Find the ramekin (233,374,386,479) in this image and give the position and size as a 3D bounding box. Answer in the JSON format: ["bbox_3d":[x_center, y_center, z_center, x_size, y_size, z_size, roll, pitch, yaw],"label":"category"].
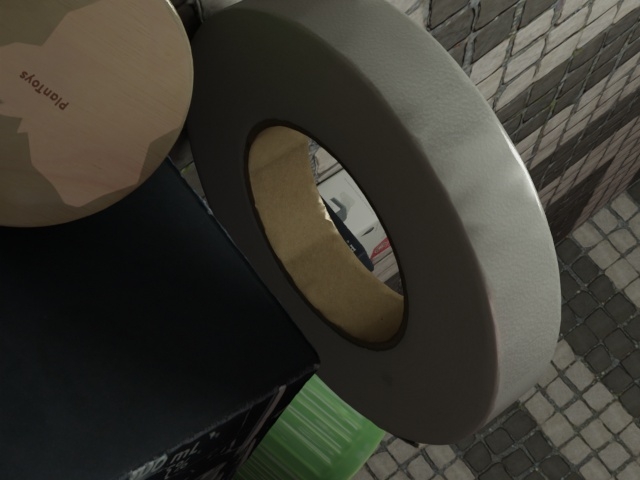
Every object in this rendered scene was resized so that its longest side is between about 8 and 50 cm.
[{"bbox_3d":[-0.037,0.222,1.344,0.303,0.148,0.303,-42,-162,17],"label":"ramekin"}]

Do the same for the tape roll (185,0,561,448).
[{"bbox_3d":[0.025,-0.014,0.770,0.072,0.392,0.392,-32,162,-26],"label":"tape roll"}]

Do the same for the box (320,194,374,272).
[{"bbox_3d":[-0.049,0.013,1.090,0.156,0.158,0.093,-39,164,-3],"label":"box"}]

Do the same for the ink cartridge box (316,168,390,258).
[{"bbox_3d":[0.000,0.000,1.282,0.217,0.092,0.159,-32,162,-16],"label":"ink cartridge box"}]

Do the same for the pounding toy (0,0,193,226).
[{"bbox_3d":[-0.186,-0.131,0.564,0.182,0.110,0.237,-24,131,-12],"label":"pounding toy"}]

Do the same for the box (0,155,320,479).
[{"bbox_3d":[-0.330,0.193,0.735,0.479,0.297,0.472,-25,157,-40],"label":"box"}]
